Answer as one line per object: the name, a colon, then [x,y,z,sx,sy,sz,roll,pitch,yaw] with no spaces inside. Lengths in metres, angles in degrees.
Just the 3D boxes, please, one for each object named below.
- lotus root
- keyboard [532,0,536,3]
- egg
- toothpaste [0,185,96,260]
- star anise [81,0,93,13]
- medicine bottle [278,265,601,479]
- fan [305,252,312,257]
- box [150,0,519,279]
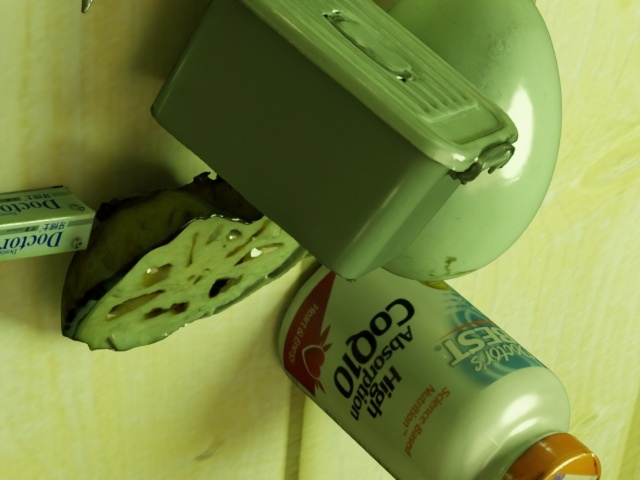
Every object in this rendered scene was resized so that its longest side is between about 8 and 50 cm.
lotus root: [-0.109,0.002,1.456,0.203,0.078,0.183,-32,159,14]
keyboard: [0.154,-0.139,1.672,0.055,0.017,0.166,-27,139,-35]
egg: [0.099,-0.090,1.515,0.183,0.183,0.264,-14,131,-39]
toothpaste: [-0.239,-0.007,1.352,0.164,0.046,0.034,-9,124,-42]
star anise: [-0.113,-0.242,1.255,0.180,0.061,0.204,-49,151,-22]
medicine bottle: [0.105,0.135,1.634,0.157,0.288,0.157,-28,139,-27]
fan: [0.000,0.000,1.513,0.016,0.193,0.038,43,58,-28]
box: [0.003,-0.090,1.372,0.135,0.243,0.163,-53,169,22]
